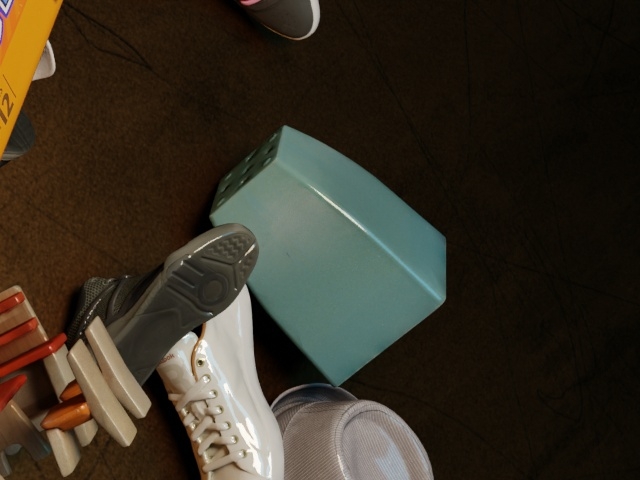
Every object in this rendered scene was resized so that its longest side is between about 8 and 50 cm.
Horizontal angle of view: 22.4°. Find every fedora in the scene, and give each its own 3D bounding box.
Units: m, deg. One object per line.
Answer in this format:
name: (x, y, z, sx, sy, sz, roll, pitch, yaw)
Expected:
fedora: (0.045, 0.283, 1.791, 0.244, 0.124, 0.275, -24, 95, -48)

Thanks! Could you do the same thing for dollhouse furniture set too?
dollhouse furniture set: (-0.292, 0.141, 1.399, 0.135, 0.262, 0.259, 62, 8, -9)

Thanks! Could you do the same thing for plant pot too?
plant pot: (0.000, 0.000, 1.786, 0.234, 0.165, 0.165, 45, 21, -15)

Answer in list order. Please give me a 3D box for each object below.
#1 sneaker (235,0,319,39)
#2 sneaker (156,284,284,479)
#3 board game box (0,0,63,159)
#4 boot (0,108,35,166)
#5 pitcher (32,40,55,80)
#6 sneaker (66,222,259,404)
sneaker: (-0.113, -0.313, 1.816, 0.296, 0.104, 0.147, 50, 33, -26)
sneaker: (-0.123, 0.165, 1.667, 0.123, 0.106, 0.290, 13, 56, -48)
board game box: (-0.442, -0.191, 1.158, 0.356, 0.356, 0.356, 66, 32, -52)
boot: (-0.366, -0.056, 1.443, 0.085, 0.178, 0.236, 53, 19, -6)
pitcher: (-0.320, -0.273, 1.550, 0.178, 0.125, 0.207, 81, -2, -72)
sneaker: (-0.167, 0.051, 1.602, 0.087, 0.227, 0.130, 41, 5, -37)
